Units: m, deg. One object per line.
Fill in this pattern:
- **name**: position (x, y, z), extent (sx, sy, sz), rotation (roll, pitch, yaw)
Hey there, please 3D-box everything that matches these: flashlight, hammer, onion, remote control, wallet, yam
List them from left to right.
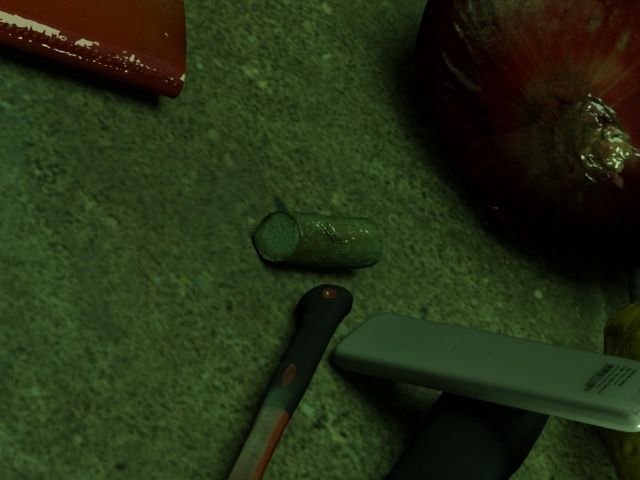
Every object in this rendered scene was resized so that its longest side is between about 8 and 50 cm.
- **wallet**: position (-0.200, -0.187, 1.324), extent (0.204, 0.045, 0.142), rotation (16, 45, -30)
- **hammer**: position (-0.031, 0.118, 1.190), extent (0.111, 0.033, 0.287), rotation (14, 36, 8)
- **yam**: position (0.000, 0.000, 1.326), extent (0.094, 0.043, 0.043), rotation (6, 53, -36)
- **flashlight**: position (0.052, 0.211, 1.152), extent (0.103, 0.103, 0.424), rotation (44, 39, 0)
- **remote control**: position (0.126, 0.093, 1.229), extent (0.067, 0.261, 0.029), rotation (-37, 125, -42)
- **onion**: position (0.269, -0.153, 1.486), extent (0.341, 0.341, 0.341), rotation (22, 45, -23)

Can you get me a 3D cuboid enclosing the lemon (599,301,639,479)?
- **lemon**: position (0.326, 0.143, 1.352), extent (0.260, 0.204, 0.204), rotation (39, 40, 7)
